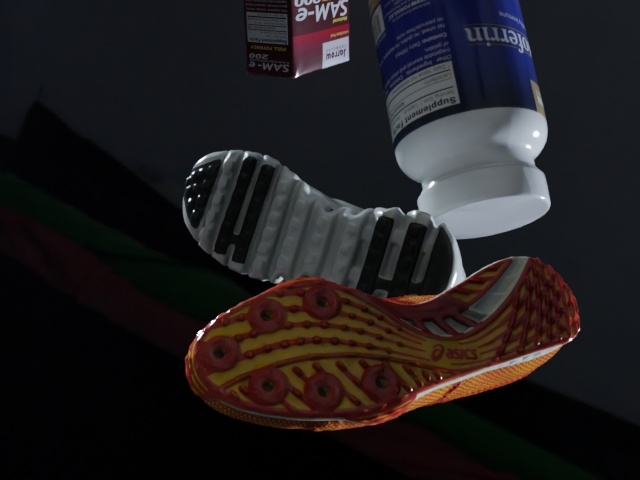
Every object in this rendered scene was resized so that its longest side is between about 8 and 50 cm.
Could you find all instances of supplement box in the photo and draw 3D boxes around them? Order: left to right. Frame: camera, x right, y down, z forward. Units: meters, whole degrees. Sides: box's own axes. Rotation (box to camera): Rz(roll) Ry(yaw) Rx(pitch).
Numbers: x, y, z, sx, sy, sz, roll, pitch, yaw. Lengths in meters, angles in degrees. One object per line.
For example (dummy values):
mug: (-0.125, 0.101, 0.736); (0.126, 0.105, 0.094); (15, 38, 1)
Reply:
supplement box: (-0.028, -0.320, 1.066); (0.073, 0.239, 0.130); (12, -155, 30)

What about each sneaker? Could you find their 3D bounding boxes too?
sneaker: (0.000, 0.000, 0.837); (0.292, 0.110, 0.118); (23, 180, 26)
sneaker: (0.028, 0.051, 0.375); (0.175, 0.067, 0.064); (-3, -121, -26)

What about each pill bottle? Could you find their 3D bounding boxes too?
pill bottle: (0.141, -0.144, 0.917); (0.153, 0.153, 0.264); (6, -111, -41)
